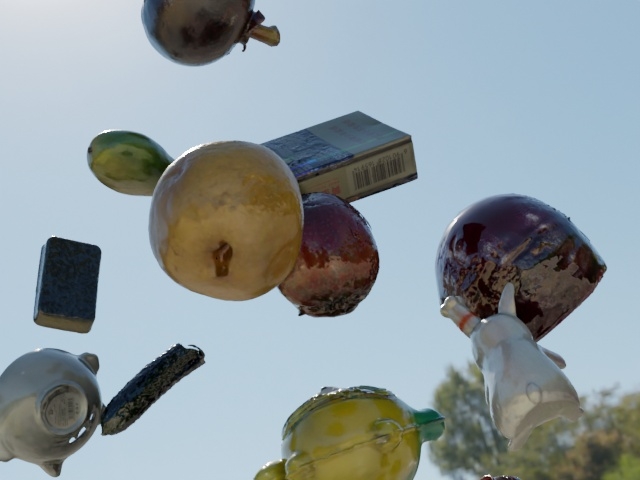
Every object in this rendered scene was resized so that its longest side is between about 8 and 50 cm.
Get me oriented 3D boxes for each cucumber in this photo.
[{"bbox_3d":[-0.302,0.257,2.022,0.245,0.067,0.067,-40,1,-43],"label":"cucumber"}]

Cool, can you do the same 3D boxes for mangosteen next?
[{"bbox_3d":[-0.188,-0.408,2.051,0.261,0.235,0.235,24,-34,-15],"label":"mangosteen"}]

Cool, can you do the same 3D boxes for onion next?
[{"bbox_3d":[0.327,0.051,2.026,0.282,0.260,0.336,-47,-5,7],"label":"onion"}]

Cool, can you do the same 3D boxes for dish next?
[{"bbox_3d":[-0.452,0.297,2.006,0.228,0.236,0.086,30,-18,-30],"label":"dish"}]

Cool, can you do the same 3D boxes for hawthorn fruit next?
[{"bbox_3d":[0.000,0.000,1.769,0.181,0.235,0.181,-14,-20,-5],"label":"hawthorn fruit"}]

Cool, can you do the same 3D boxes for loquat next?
[{"bbox_3d":[-0.118,-0.024,1.466,0.208,0.208,0.208,-13,-21,-5],"label":"loquat"}]

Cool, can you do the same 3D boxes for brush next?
[{"bbox_3d":[-0.524,0.090,2.389,0.123,0.197,0.059,11,-33,-21],"label":"brush"}]

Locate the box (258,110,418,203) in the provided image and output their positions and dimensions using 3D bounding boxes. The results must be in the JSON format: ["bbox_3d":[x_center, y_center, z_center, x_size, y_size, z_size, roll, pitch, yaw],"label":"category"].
[{"bbox_3d":[-0.014,-0.121,1.957,0.310,0.198,0.084,-21,-63,-20],"label":"box"}]

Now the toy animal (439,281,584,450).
[{"bbox_3d":[0.297,0.185,1.782,0.140,0.282,0.138,-30,-54,6],"label":"toy animal"}]

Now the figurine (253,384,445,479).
[{"bbox_3d":[0.054,0.353,1.899,0.323,0.231,0.340,-22,-13,5],"label":"figurine"}]

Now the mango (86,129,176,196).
[{"bbox_3d":[-0.306,-0.118,1.889,0.122,0.085,0.191,-20,-32,18],"label":"mango"}]

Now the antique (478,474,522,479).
[{"bbox_3d":[0.264,0.386,1.641,0.104,0.104,0.104,-13,-21,-5],"label":"antique"}]
